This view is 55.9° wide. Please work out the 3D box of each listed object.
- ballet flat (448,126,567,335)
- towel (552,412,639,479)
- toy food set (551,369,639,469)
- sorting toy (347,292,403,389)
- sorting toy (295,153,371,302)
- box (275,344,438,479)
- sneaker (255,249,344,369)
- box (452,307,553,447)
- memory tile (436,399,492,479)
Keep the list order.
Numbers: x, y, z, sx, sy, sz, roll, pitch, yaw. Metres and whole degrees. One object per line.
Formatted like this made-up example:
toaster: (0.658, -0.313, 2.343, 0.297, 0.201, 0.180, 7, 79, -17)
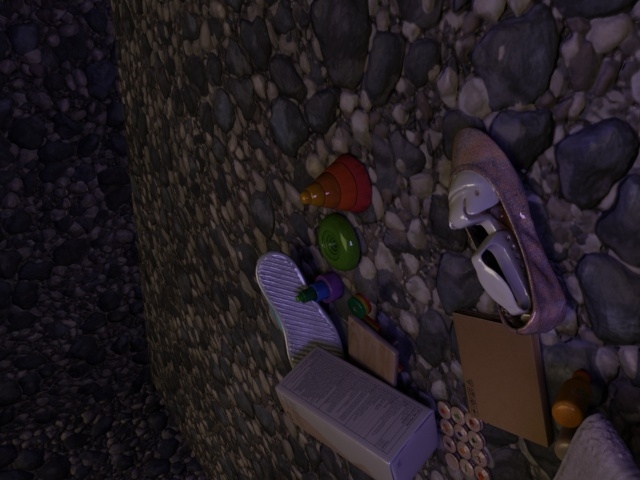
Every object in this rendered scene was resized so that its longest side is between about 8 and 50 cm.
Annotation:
ballet flat: (0.244, -0.013, 0.847, 0.316, 0.106, 0.107, 65, 150, 10)
towel: (0.333, 0.370, 0.713, 0.187, 0.049, 0.282, -109, 21, -55)
toy food set: (0.404, 0.290, 0.805, 0.232, 0.104, 0.111, 39, 126, 16)
sorting toy: (0.118, 0.228, 1.236, 0.132, 0.046, 0.274, 37, 146, 35)
sorting toy: (0.000, 0.000, 1.234, 0.127, 0.126, 0.365, 45, 140, 37)
box: (0.071, 0.357, 1.232, 0.311, 0.148, 0.121, 24, 142, 40)
sneaker: (-0.042, 0.183, 1.444, 0.150, 0.135, 0.366, -109, -1, -83)
box: (0.294, 0.219, 0.982, 0.164, 0.021, 0.201, 6, 112, 57)
memory tile: (0.266, 0.376, 1.127, 0.113, 0.012, 0.148, 7, 113, 57)
